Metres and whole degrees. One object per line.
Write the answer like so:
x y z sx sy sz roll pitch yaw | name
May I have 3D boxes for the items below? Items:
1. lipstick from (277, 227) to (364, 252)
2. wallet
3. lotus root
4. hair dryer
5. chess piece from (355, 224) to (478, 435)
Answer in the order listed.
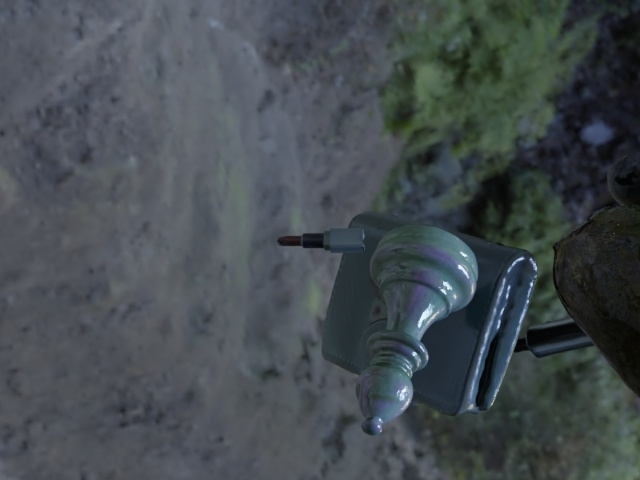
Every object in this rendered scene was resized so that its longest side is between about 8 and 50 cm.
0.000 0.000 1.862 0.107 0.025 0.025 1 159 5 | lipstick
0.130 0.100 2.119 0.083 0.252 0.360 19 177 -37 | wallet
0.376 0.077 1.685 0.160 0.275 0.152 -47 -177 -34 | lotus root
0.384 0.043 2.026 0.284 0.320 0.156 1 160 21 | hair dryer
0.098 0.122 1.885 0.139 0.271 0.139 15 146 11 | chess piece
